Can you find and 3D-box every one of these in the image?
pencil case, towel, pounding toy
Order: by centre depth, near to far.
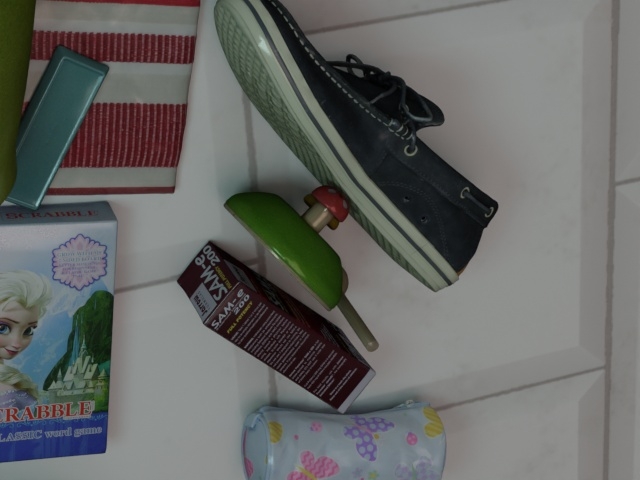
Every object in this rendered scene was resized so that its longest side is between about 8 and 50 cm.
[{"bbox_3d":[-0.258,-0.207,1.695,0.237,0.037,0.329,-1,115,-23],"label":"towel"},{"bbox_3d":[0.000,0.000,1.807,0.110,0.183,0.237,-45,124,-1],"label":"pounding toy"},{"bbox_3d":[0.032,0.279,1.983,0.273,0.113,0.124,0,103,-21],"label":"pencil case"}]

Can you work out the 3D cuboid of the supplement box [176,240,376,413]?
[{"bbox_3d":[-0.055,0.108,1.861,0.239,0.130,0.073,35,97,-31],"label":"supplement box"}]

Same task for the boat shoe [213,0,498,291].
[{"bbox_3d":[0.051,-0.135,1.768,0.156,0.187,0.500,-45,126,-3],"label":"boat shoe"}]

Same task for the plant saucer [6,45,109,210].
[{"bbox_3d":[-0.307,-0.122,1.685,0.067,0.018,0.192,21,106,-31],"label":"plant saucer"}]

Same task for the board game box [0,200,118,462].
[{"bbox_3d":[-0.406,0.116,1.765,0.319,0.066,0.318,-3,114,-20],"label":"board game box"}]

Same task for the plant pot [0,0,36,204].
[{"bbox_3d":[-0.438,-0.194,1.474,0.366,0.366,0.353,-11,128,-16],"label":"plant pot"}]
